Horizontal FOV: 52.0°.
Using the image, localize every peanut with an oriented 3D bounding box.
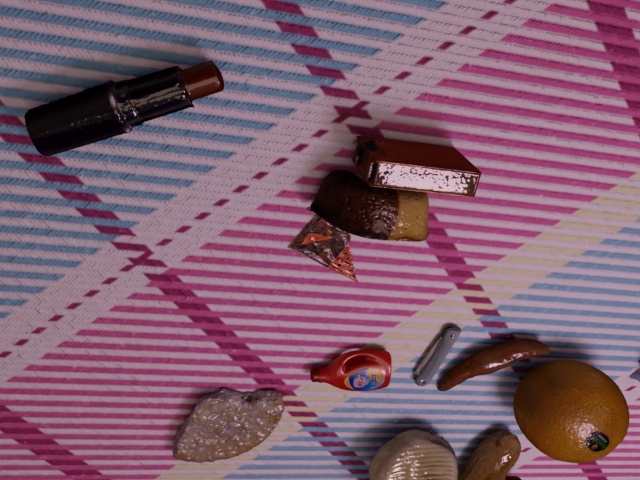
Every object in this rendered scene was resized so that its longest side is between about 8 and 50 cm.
[{"bbox_3d":[0.398,0.543,1.556,0.108,0.095,0.226,10,114,-34],"label":"peanut"}]

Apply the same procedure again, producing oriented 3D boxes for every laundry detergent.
[{"bbox_3d":[0.062,0.268,1.351,0.165,0.049,0.097,-1,113,-10],"label":"laundry detergent"}]

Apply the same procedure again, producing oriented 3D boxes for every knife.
[{"bbox_3d":[0.243,0.244,1.390,0.044,0.023,0.162,19,114,-17],"label":"knife"}]

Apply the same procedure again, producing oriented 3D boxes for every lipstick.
[{"bbox_3d":[-0.291,-0.205,0.985,0.300,0.081,0.081,-19,122,1],"label":"lipstick"}]

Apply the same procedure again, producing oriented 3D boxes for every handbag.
[{"bbox_3d":[0.155,-0.125,1.099,0.190,0.127,0.063,5,117,-15],"label":"handbag"}]

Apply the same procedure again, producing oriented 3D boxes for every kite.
[{"bbox_3d":[0.000,0.000,1.209,0.125,0.008,0.222,-11,121,-3],"label":"kite"}]

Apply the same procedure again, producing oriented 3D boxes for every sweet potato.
[{"bbox_3d":[0.363,0.259,1.407,0.255,0.058,0.078,-24,142,7],"label":"sweet potato"}]

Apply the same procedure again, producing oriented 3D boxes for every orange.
[{"bbox_3d":[0.537,0.366,1.413,0.236,0.236,0.236,-5,120,-9],"label":"orange"}]

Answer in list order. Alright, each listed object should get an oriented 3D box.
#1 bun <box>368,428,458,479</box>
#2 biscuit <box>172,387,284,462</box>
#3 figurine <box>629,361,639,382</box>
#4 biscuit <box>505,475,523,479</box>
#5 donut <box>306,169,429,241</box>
[{"bbox_3d":[0.205,0.526,1.480,0.220,0.134,0.220,-4,98,-28],"label":"bun"},{"bbox_3d":[-0.198,0.380,1.366,0.265,0.040,0.188,-25,122,2],"label":"biscuit"},{"bbox_3d":[0.821,0.296,1.489,0.208,0.128,0.184,-37,123,19],"label":"figurine"},{"bbox_3d":[0.413,0.651,1.575,0.208,0.181,0.049,-35,93,4],"label":"biscuit"},{"bbox_3d":[0.106,-0.059,1.125,0.217,0.141,0.085,5,109,-24],"label":"donut"}]
